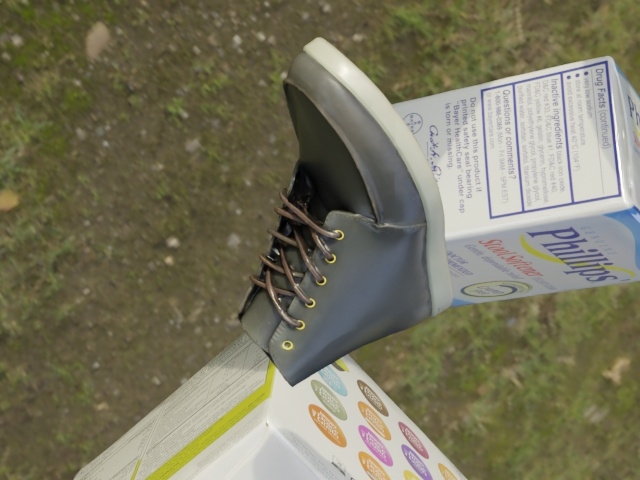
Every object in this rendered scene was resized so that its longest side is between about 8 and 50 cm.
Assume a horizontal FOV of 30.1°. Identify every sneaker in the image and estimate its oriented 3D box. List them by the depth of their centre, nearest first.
[{"bbox_3d":[0.000,0.000,0.646,0.118,0.083,0.222,-34,139,-10],"label":"sneaker"}]

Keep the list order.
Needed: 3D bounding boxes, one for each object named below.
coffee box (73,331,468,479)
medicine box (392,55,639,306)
[{"bbox_3d":[-0.051,0.322,1.200,0.338,0.334,0.337,-41,101,12],"label":"coffee box"},{"bbox_3d":[0.196,-0.043,1.195,0.289,0.149,0.263,-10,162,27],"label":"medicine box"}]
